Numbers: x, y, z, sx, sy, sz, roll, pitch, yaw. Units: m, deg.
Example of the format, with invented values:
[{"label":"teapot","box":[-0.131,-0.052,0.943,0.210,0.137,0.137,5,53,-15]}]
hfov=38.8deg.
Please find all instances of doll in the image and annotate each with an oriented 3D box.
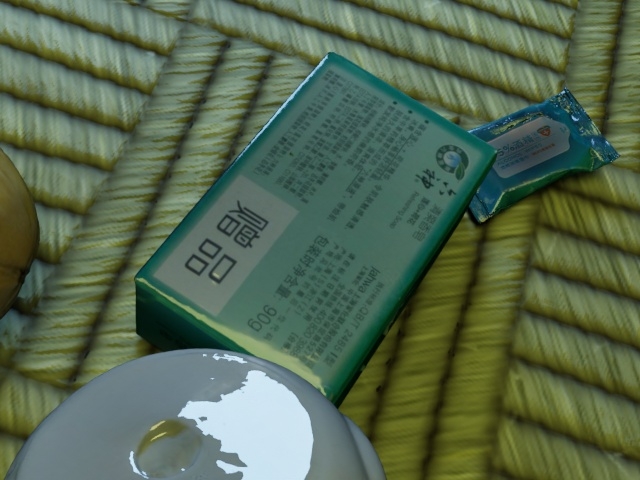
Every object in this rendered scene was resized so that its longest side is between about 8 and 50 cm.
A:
[{"label":"doll","box":[-0.060,0.189,0.488,0.221,0.221,0.251,-9,35,-15]}]

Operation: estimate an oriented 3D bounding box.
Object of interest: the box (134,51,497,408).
[{"label":"box","box":[0.000,0.000,0.647,0.153,0.092,0.245,33,60,9]}]

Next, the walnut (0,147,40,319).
[{"label":"walnut","box":[-0.274,-0.011,0.567,0.197,0.165,0.165,16,60,-1]}]

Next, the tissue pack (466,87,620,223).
[{"label":"tissue pack","box":[0.169,-0.071,0.755,0.138,0.028,0.085,-21,64,-15]}]
